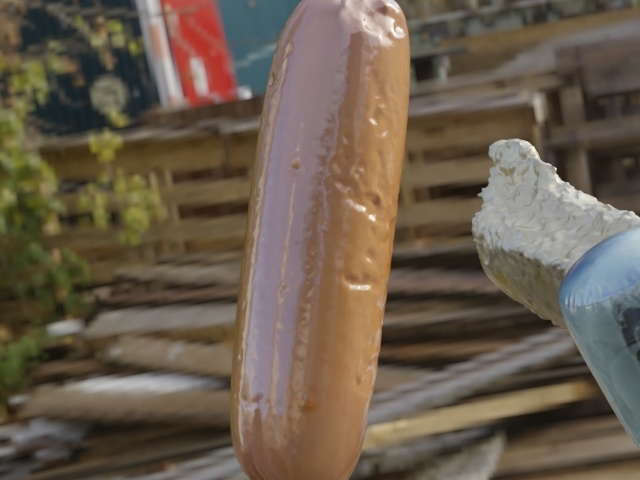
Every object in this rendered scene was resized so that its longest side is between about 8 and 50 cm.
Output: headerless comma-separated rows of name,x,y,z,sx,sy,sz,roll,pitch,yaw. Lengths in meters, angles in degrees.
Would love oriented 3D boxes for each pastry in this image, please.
pastry,0.180,0.015,1.085,0.089,0.121,0.258,-36,33,-16

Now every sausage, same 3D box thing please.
sausage,0.000,-0.001,0.941,0.086,0.289,0.086,6,-3,0

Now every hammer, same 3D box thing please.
hammer,0.214,0.025,0.778,0.194,0.116,0.069,-25,19,19
